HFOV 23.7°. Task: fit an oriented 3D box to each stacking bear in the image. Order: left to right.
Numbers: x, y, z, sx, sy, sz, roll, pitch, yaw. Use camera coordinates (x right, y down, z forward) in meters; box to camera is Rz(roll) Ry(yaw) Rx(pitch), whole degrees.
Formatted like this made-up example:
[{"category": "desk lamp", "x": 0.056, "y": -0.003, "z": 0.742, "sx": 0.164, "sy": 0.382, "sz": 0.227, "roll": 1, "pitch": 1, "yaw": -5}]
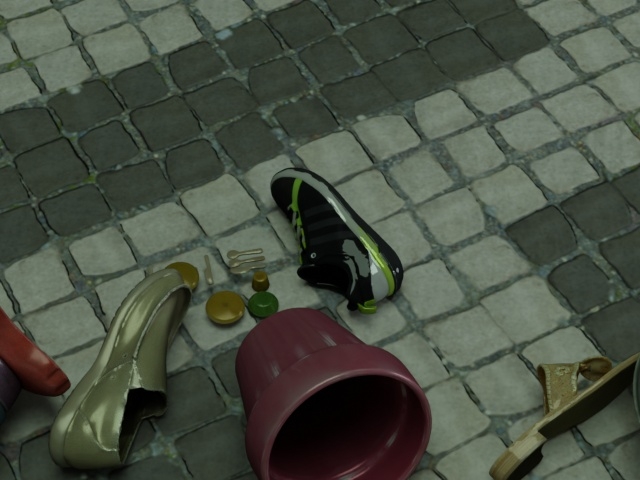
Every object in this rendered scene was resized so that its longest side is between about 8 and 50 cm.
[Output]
[{"category": "stacking bear", "x": -0.447, "y": 0.199, "z": 1.674, "sx": 0.289, "sy": 0.175, "sz": 0.164, "roll": -47, "pitch": 20, "yaw": -19}]

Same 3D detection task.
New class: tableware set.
[{"category": "tableware set", "x": -0.132, "y": 0.065, "z": 1.860, "sx": 0.154, "sy": 0.024, "sz": 0.104, "roll": -9, "pitch": 54, "yaw": -8}]

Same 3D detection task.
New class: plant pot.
[{"category": "plant pot", "x": -0.003, "y": 0.174, "z": 1.669, "sx": 0.201, "sy": 0.201, "sz": 0.180, "roll": -19, "pitch": 37, "yaw": -14}]

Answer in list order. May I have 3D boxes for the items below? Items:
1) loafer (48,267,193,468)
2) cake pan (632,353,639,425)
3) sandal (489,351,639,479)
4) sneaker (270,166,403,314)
[{"category": "loafer", "x": -0.209, "y": 0.154, "z": 1.743, "sx": 0.092, "sy": 0.102, "sz": 0.268, "roll": 20, "pitch": 63, "yaw": 16}, {"category": "cake pan", "x": 0.484, "y": 0.175, "z": 1.638, "sx": 0.293, "sy": 0.054, "sz": 0.293, "roll": 5, "pitch": 51, "yaw": -7}, {"category": "sandal", "x": 0.264, "y": 0.174, "z": 1.715, "sx": 0.240, "sy": 0.088, "sz": 0.079, "roll": -37, "pitch": 65, "yaw": -20}, {"category": "sneaker", "x": 0.000, "y": 0.000, "z": 1.867, "sx": 0.097, "sy": 0.084, "sz": 0.235, "roll": -35, "pitch": 58, "yaw": -23}]
